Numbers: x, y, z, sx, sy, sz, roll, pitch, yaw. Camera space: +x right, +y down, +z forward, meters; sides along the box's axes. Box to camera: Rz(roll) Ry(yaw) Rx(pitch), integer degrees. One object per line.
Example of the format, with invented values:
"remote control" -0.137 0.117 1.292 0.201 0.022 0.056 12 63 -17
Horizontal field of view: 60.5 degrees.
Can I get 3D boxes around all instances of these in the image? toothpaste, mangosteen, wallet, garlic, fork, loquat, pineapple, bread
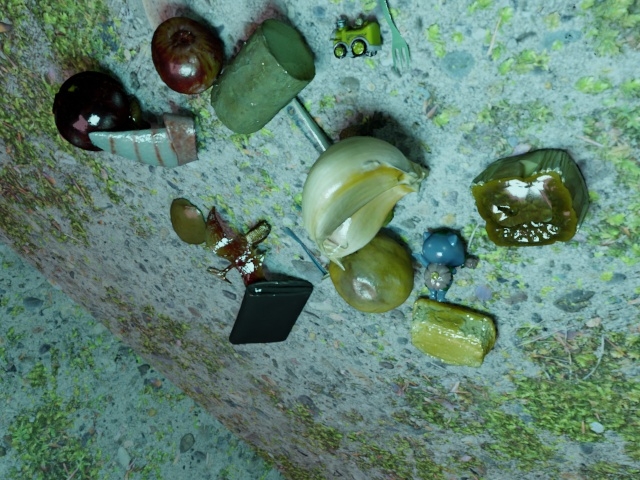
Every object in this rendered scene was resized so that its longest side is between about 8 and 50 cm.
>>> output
"toothpaste" -0.023 -0.268 1.348 0.239 0.039 0.062 49 141 -14
"mangosteen" -0.619 -0.360 1.570 0.265 0.228 0.228 10 151 -27
"wallet" -0.182 0.260 1.924 0.228 0.062 0.406 -2 148 -21
"garlic" 0.078 -0.101 1.251 0.313 0.286 0.249 -37 99 21
"fork" 0.131 -0.445 1.066 0.039 0.021 0.235 -2 128 32
"loquat" 0.137 0.086 1.458 0.238 0.238 0.193 46 137 -14
"pineapple" 0.100 -0.253 1.260 0.124 0.058 0.058 -22 116 47
"bread" 0.366 0.261 1.555 0.245 0.121 0.174 16 130 29
"bread" 0.435 -0.080 1.154 0.209 0.110 0.192 -6 125 40
"bread" -0.190 -0.019 1.697 0.085 0.085 0.053 -24 106 48

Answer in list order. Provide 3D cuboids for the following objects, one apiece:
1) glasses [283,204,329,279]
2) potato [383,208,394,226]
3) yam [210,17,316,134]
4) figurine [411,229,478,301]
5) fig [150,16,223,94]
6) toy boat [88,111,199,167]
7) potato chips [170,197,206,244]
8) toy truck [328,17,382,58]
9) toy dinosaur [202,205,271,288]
"glasses" -0.017 0.018 1.604 0.220 0.088 0.190 34 142 1
"potato" 0.108 -0.068 1.427 0.188 0.085 0.105 -4 167 40
"yam" -0.129 -0.362 1.230 0.161 0.161 0.268 45 141 -13
"figurine" 0.315 0.064 1.384 0.144 0.179 0.114 9 177 -33
"fig" -0.316 -0.419 1.322 0.175 0.175 0.207 29 156 8
"toy boat" -0.488 -0.268 1.530 0.281 0.096 0.206 -7 149 -13
"potato chips" -0.459 -0.057 1.883 0.150 0.049 0.202 25 135 4
"toy truck" 0.066 -0.410 1.114 0.111 0.076 0.077 6 110 29
"toy dinosaur" -0.253 0.057 1.808 0.327 0.113 0.207 25 107 -20
